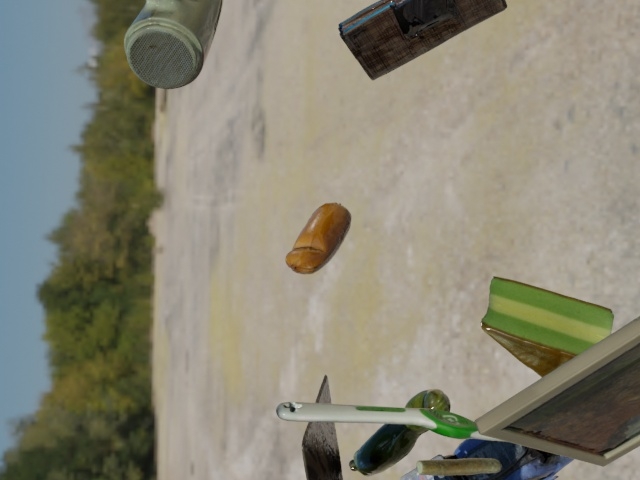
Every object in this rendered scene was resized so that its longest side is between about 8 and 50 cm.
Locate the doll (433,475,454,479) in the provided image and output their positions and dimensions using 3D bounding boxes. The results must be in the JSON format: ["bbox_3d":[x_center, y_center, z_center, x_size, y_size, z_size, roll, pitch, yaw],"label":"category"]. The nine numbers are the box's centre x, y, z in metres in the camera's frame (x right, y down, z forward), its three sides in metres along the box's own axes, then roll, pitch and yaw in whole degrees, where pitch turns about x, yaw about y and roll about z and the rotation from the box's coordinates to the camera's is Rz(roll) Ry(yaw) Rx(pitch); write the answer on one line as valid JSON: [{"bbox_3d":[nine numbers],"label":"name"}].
[{"bbox_3d":[0.193,0.386,1.628,0.027,0.037,0.125,-38,-73,-50],"label":"doll"}]

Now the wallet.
[{"bbox_3d":[0.149,-0.324,1.651,0.124,0.230,0.042,45,-155,-50],"label":"wallet"}]

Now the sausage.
[{"bbox_3d":[0.000,0.000,1.643,0.183,0.062,0.054,-60,-32,-51],"label":"sausage"}]

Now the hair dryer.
[{"bbox_3d":[-0.102,-0.189,0.747,0.106,0.054,0.154,-76,-17,-47],"label":"hair dryer"}]

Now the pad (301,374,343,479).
[{"bbox_3d":[0.018,0.342,1.307,0.220,0.004,0.330,-64,-34,-74],"label":"pad"}]

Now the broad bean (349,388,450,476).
[{"bbox_3d":[0.097,0.244,1.411,0.070,0.048,0.213,-39,-8,-47],"label":"broad bean"}]

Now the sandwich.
[{"bbox_3d":[0.201,0.095,1.045,0.074,0.116,0.074,98,-168,-47],"label":"sandwich"}]

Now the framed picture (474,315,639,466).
[{"bbox_3d":[0.268,0.104,0.890,0.250,0.184,0.016,-38,49,29],"label":"framed picture"}]

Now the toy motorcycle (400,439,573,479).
[{"bbox_3d":[0.311,0.302,1.699,0.212,0.358,0.125,7,-130,-60],"label":"toy motorcycle"}]

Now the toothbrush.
[{"bbox_3d":[0.109,0.168,1.034,0.030,0.303,0.030,-175,90,-81],"label":"toothbrush"}]

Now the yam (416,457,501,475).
[{"bbox_3d":[0.170,0.277,1.387,0.021,0.116,0.021,-175,90,-66],"label":"yam"}]
